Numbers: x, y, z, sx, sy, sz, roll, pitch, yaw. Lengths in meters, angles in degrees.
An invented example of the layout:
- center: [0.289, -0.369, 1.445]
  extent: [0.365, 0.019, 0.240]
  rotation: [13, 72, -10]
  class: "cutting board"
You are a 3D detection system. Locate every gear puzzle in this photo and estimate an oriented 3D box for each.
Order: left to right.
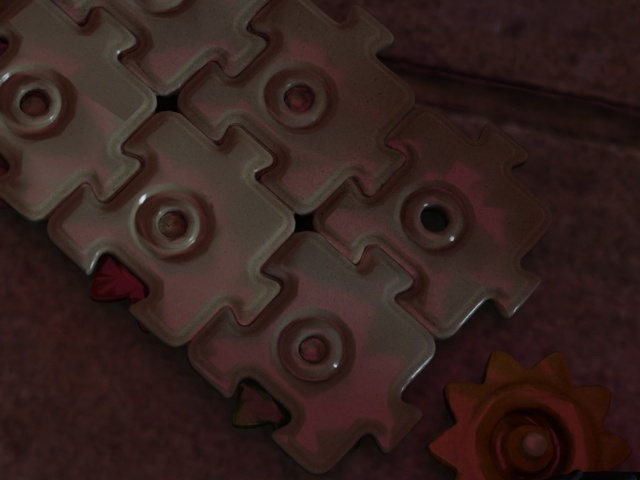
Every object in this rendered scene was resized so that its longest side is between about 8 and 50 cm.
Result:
- center: [0.000, 0.000, 0.795]
  extent: [0.339, 0.044, 0.175]
  rotation: [41, 72, 7]
  class: "gear puzzle"

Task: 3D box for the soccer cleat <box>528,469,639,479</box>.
- center: [0.208, 0.158, 0.722]
  extent: [0.318, 0.116, 0.108]
  rotation: [3, 43, -8]
  class: "soccer cleat"
